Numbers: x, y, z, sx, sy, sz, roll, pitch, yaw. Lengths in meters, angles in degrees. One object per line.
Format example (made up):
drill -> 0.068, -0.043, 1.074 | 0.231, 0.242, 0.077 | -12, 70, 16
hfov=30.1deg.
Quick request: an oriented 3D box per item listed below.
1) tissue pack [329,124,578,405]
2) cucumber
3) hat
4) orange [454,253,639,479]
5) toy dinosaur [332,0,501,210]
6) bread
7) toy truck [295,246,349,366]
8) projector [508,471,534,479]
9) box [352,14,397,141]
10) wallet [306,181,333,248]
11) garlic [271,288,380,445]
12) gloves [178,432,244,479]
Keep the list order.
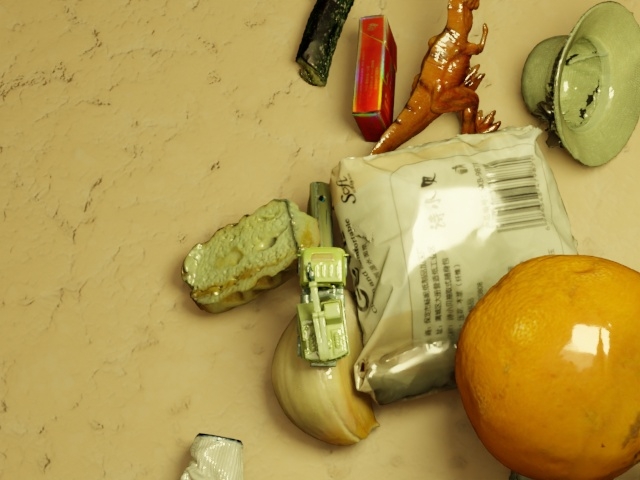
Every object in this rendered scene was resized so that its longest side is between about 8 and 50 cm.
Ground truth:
tissue pack -> 0.212, 0.029, 1.755 | 0.390, 0.195, 0.376 | -8, 80, -10
cucumber -> 0.017, -0.375, 1.983 | 0.067, 0.067, 0.245 | 16, 71, 8
hat -> 0.391, -0.248, 1.867 | 0.130, 0.257, 0.257 | 14, 69, 44
orange -> 0.327, 0.165, 1.553 | 0.312, 0.312, 0.312 | -1, 71, 3
toy dinosaur -> 0.189, -0.215, 1.869 | 0.097, 0.208, 0.432 | 30, 100, 42
bread -> -0.103, 0.027, 1.800 | 0.232, 0.088, 0.128 | -26, 62, 27
toy truck -> 0.003, 0.090, 1.649 | 0.077, 0.100, 0.169 | 1, 83, 0
projector -> 0.346, 0.328, 1.694 | 0.147, 0.115, 0.061 | -15, 69, -2
box -> 0.090, -0.258, 1.909 | 0.048, 0.112, 0.175 | 0, 72, 14
wallet -> 0.000, 0.000, 1.828 | 0.039, 0.110, 0.155 | 1, 72, -5
garlic -> 0.012, 0.182, 1.771 | 0.164, 0.145, 0.245 | 11, 67, -27
gloves -> -0.154, 0.390, 1.716 | 0.119, 0.097, 0.229 | 20, 56, -37
